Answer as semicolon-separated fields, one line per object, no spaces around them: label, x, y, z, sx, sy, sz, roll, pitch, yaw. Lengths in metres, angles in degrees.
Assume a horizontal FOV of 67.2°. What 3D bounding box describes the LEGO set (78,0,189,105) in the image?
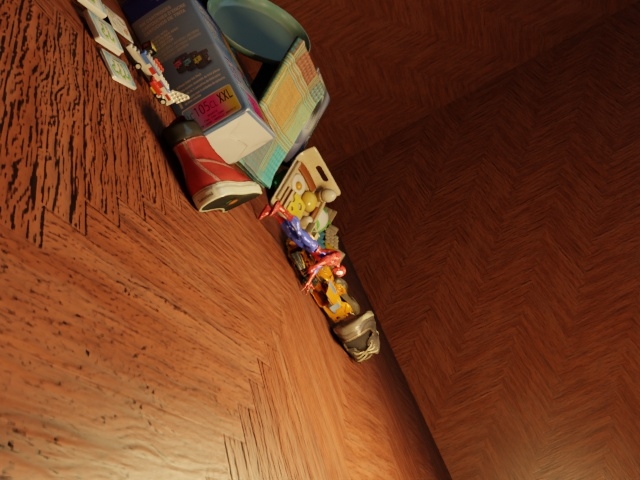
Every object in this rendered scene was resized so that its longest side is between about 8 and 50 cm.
LEGO set;-0.324;-0.342;0.849;0.244;0.060;0.182;-28;94;-85

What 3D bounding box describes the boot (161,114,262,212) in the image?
boot;-0.199;-0.145;0.899;0.176;0.088;0.244;61;9;3

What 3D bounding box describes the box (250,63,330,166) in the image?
box;-0.123;-0.426;1.612;0.183;0.296;0.294;28;2;10

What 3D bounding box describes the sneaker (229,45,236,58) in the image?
sneaker;-0.385;-0.716;1.959;0.262;0.104;0.125;-103;-178;-54

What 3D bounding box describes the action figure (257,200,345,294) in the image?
action figure;-0.050;0.037;1.244;0.280;0.139;0.091;37;-23;-24

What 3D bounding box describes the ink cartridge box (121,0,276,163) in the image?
ink cartridge box;-0.274;-0.397;1.097;0.395;0.151;0.270;61;6;4

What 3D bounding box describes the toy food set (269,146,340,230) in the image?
toy food set;-0.037;-0.134;1.612;0.220;0.092;0.306;58;43;-36

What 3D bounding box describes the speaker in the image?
speaker;-0.068;-0.141;1.801;0.296;0.131;0.131;54;10;-54

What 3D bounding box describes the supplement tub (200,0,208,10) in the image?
supplement tub;-0.403;-0.756;1.381;0.191;0.191;0.272;64;6;14

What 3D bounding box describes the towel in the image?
towel;-0.112;-0.343;1.366;0.040;0.370;0.271;28;-4;18

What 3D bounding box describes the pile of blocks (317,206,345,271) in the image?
pile of blocks;0.000;0.000;1.992;0.362;0.149;0.112;-99;-155;-46

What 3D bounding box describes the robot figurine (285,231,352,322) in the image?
robot figurine;-0.010;0.094;1.429;0.291;0.085;0.211;59;6;-28

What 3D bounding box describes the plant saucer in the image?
plant saucer;-0.182;-0.619;1.421;0.044;0.317;0.317;-53;-126;46

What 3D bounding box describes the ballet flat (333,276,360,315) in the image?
ballet flat;0.094;0.231;1.895;0.084;0.058;0.250;23;-26;34

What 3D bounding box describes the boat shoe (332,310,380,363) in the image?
boat shoe;0.134;0.304;1.500;0.130;0.132;0.355;64;7;15

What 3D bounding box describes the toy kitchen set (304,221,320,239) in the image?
toy kitchen set;-0.025;-0.008;1.514;0.075;0.083;0.068;52;55;-40
